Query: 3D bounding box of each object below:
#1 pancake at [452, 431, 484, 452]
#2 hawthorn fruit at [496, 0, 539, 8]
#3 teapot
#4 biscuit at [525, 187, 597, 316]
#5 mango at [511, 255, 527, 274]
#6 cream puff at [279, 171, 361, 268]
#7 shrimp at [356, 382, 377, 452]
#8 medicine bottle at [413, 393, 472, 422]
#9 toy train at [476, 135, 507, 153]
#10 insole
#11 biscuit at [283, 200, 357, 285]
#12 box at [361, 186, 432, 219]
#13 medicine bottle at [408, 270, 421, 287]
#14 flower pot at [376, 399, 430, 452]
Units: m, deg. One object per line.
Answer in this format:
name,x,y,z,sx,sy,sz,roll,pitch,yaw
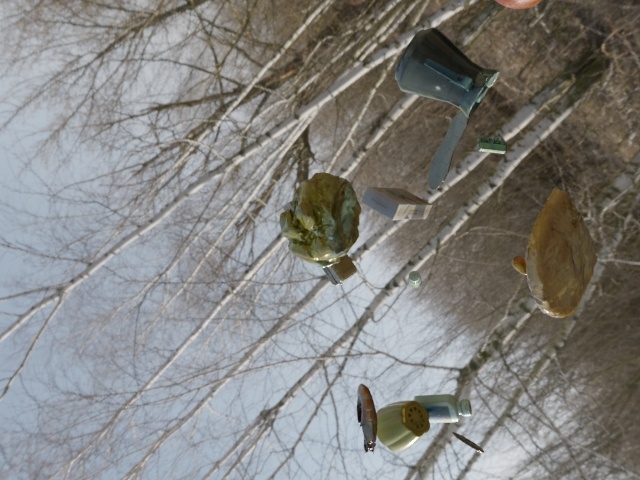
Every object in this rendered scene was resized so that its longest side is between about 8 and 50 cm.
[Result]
pancake,0.474,0.648,1.385,0.114,0.011,0.115,28,172,4
hawthorn fruit,0.544,-0.764,1.129,0.284,0.284,0.284,36,-157,-18
teapot,0.318,-0.424,1.096,0.225,0.171,0.203,35,-156,14
biscuit,0.902,0.063,1.606,0.446,0.104,0.429,-46,-62,-29
mango,0.822,0.104,1.765,0.046,0.059,0.089,89,166,-54
cream puff,-0.014,-0.084,1.702,0.378,0.275,0.379,-7,-82,-62
shrimp,0.164,0.641,1.557,0.150,0.067,0.249,147,119,-81
medicine bottle,0.520,0.714,1.831,0.121,0.228,0.083,68,-152,-19
toy train,0.807,-0.448,2.026,0.147,0.071,0.038,4,179,-10
insole,0.537,-0.378,1.838,0.009,0.349,0.119,2,-147,-30
biscuit,0.000,0.000,1.912,0.144,0.078,0.426,-27,-101,-47
box,0.274,-0.133,1.536,0.149,0.067,0.233,33,-156,35
medicine bottle,0.348,0.144,1.591,0.047,0.047,0.083,55,180,27
flower pot,0.347,0.747,1.767,0.195,0.179,0.195,14,-129,-18
